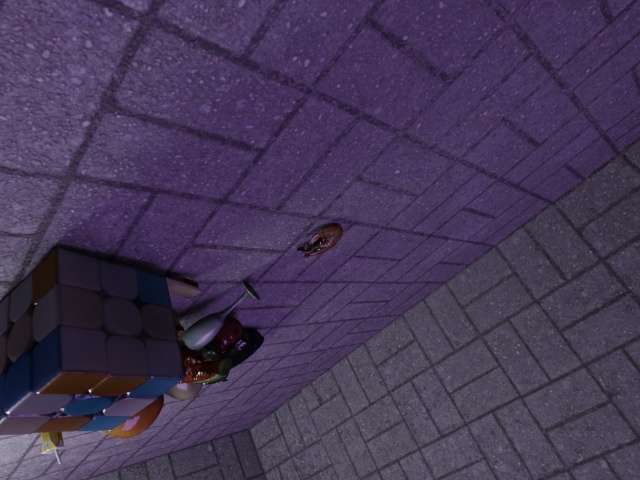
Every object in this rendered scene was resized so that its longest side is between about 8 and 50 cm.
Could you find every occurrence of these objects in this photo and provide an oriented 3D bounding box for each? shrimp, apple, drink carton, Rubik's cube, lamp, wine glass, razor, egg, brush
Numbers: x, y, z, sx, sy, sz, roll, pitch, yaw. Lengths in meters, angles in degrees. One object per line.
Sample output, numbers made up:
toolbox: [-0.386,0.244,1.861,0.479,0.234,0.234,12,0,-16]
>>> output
shrimp: [-0.002,-0.002,1.657,0.188,0.051,0.132,-32,142,-8]
apple: [-0.779,0.676,1.840,0.241,0.242,0.242,-50,164,-28]
drink carton: [-1.148,0.854,1.921,0.084,0.200,0.074,-26,152,-4]
Rubik's cube: [-0.625,0.281,1.198,0.344,0.346,0.347,-37,144,18]
lamp: [-0.412,0.387,1.864,0.182,0.140,0.182,-39,169,-10]
wine glass: [-0.351,0.313,1.757,0.309,0.096,0.264,-41,155,-1]
razor: [-0.428,0.536,2.132,0.327,0.107,0.189,-39,150,22]
egg: [-0.597,0.575,1.920,0.189,0.188,0.253,-26,123,-4]
brush: [-0.507,0.118,1.399,0.060,0.050,0.321,-35,145,19]

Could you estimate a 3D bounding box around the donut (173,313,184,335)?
donut: [-0.615,0.336,1.596,0.254,0.118,0.253,-22,151,-13]

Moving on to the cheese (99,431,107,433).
cheese: [-0.936,0.813,2.128,0.266,0.127,0.233,-11,149,-32]

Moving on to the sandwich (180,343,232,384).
sandwich: [-0.516,0.473,1.748,0.301,0.162,0.250,13,149,-29]
